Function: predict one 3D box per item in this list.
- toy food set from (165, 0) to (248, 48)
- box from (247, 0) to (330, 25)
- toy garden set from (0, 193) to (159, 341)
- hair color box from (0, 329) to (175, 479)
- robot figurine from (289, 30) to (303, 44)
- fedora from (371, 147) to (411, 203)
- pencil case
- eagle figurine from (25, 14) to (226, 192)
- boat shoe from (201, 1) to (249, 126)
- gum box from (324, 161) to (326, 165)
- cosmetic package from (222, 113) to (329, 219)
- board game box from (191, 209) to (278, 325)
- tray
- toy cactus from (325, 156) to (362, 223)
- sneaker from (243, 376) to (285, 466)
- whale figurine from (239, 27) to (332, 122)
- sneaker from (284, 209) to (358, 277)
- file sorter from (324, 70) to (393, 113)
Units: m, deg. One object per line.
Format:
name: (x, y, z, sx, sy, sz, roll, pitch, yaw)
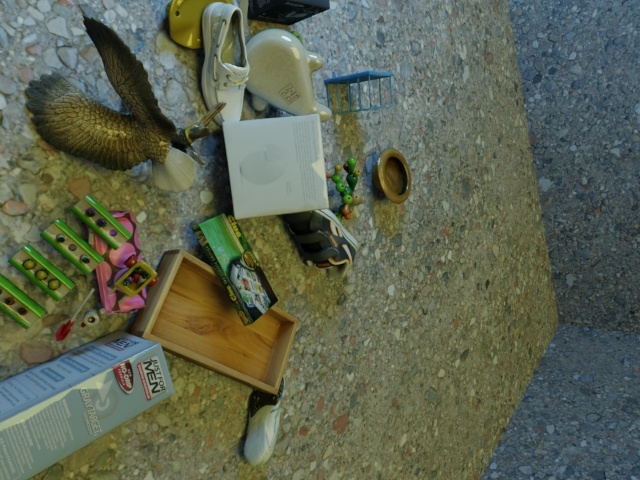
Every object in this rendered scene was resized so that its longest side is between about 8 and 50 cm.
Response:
toy food set: (-0.271, -0.522, 1.096, 0.218, 0.071, 0.128, -28, 135, -40)
box: (-0.087, -0.626, 1.212, 0.156, 0.158, 0.093, -17, 104, -44)
toy garden set: (-0.439, 0.071, 0.858, 0.244, 0.049, 0.204, -46, 112, -13)
hair color box: (-0.471, 0.292, 0.815, 0.374, 0.185, 0.113, -24, 108, -43)
robot figurine: (-0.083, -0.506, 1.285, 0.101, 0.067, 0.115, 15, 81, -55)
fedora: (0.233, -0.216, 1.620, 0.194, 0.079, 0.194, 5, 82, -43)
pencil case: (-0.410, 0.047, 0.943, 0.098, 0.095, 0.209, -43, 125, -74)
eagle figurine: (-0.368, -0.242, 0.916, 0.298, 0.225, 0.226, 24, 84, -55)
boat shoe: (-0.212, -0.395, 1.094, 0.098, 0.096, 0.277, -28, 129, -41)
gum box: (-0.070, -0.210, 1.311, 0.188, 0.062, 0.107, 35, 67, -41)
cosmetic package: (-0.109, -0.177, 1.147, 0.225, 0.138, 0.224, -7, 98, -8)
board game box: (-0.198, 0.061, 1.132, 0.259, 0.030, 0.136, 63, 31, -5)
tray: (-0.232, 0.207, 1.134, 0.411, 0.076, 0.203, 39, 58, -39)
toy cactus: (0.076, -0.139, 1.461, 0.180, 0.112, 0.219, 18, 75, -65)
sneaker: (-0.143, 0.469, 1.254, 0.086, 0.085, 0.237, 54, 46, -65)
whale figurine: (-0.084, -0.407, 1.212, 0.272, 0.216, 0.141, 48, 20, -27)
sneaker: (0.000, 0.000, 1.346, 0.321, 0.126, 0.127, 39, 58, -42)
file sorter: (0.117, -0.443, 1.427, 0.118, 0.170, 0.104, -16, 107, -45)
